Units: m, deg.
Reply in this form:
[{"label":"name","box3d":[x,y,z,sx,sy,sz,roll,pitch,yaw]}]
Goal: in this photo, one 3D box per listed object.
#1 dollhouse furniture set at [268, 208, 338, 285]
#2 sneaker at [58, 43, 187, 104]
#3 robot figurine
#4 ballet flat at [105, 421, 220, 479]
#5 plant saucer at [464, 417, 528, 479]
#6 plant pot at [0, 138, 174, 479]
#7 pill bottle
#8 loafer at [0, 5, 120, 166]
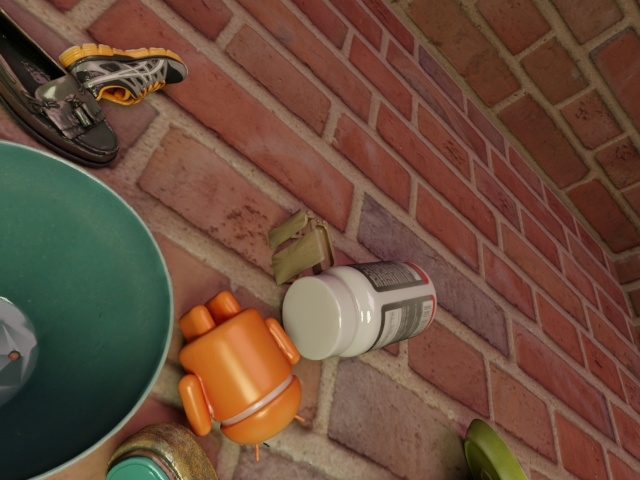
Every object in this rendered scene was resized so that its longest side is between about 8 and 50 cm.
[{"label":"dollhouse furniture set","box3d":[0.000,0.000,0.862,0.151,0.123,0.144,9,60,-43]},{"label":"sneaker","box3d":[-0.312,-0.267,0.752,0.214,0.084,0.083,-24,97,-47]},{"label":"robot figurine","box3d":[-0.111,0.182,0.627,0.220,0.128,0.158,58,11,2]},{"label":"ballet flat","box3d":[-0.120,0.366,0.520,0.123,0.123,0.349,-28,89,-51]},{"label":"plant saucer","box3d":[0.345,0.474,0.884,0.037,0.241,0.241,-18,76,-8]},{"label":"plant pot","box3d":[-0.314,0.081,0.420,0.290,0.195,0.291,26,49,-33]},{"label":"pill bottle","box3d":[0.076,0.122,0.834,0.283,0.161,0.162,-1,67,-47]},{"label":"loafer","box3d":[-0.388,-0.216,0.624,0.267,0.084,0.096,44,41,-17]}]
